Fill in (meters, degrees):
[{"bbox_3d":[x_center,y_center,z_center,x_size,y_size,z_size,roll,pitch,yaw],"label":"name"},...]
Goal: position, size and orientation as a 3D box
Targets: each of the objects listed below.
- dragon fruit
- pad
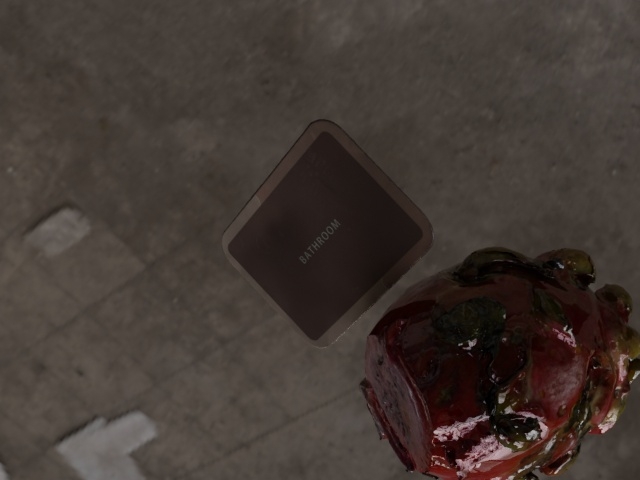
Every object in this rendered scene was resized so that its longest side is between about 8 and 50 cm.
[{"bbox_3d":[0.203,0.124,1.427,0.269,0.291,0.250,102,148,-58],"label":"dragon fruit"},{"bbox_3d":[0.000,0.000,1.428,0.176,0.002,0.266,47,136,5],"label":"pad"}]
